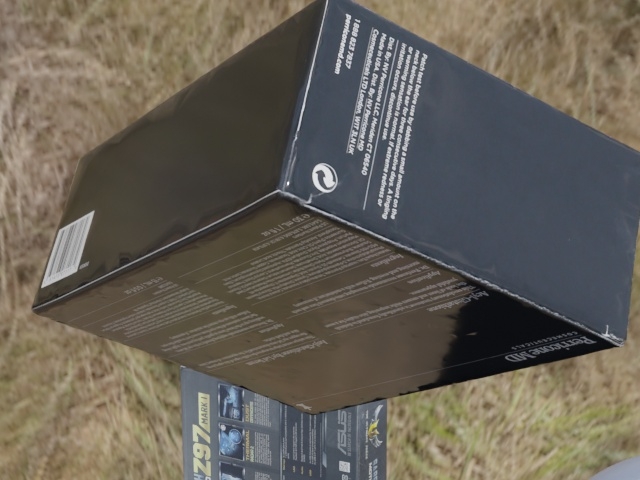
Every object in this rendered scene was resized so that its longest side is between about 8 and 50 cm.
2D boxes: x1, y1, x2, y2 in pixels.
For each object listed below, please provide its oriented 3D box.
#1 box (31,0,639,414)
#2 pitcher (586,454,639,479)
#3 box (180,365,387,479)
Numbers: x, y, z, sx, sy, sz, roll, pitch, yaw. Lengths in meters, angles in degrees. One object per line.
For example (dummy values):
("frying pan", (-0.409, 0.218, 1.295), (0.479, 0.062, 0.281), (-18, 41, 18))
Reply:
("box", (0.000, 0.000, 0.711), (0.184, 0.261, 0.103), (26, 65, -26))
("pitcher", (0.254, 0.208, 0.911), (0.207, 0.125, 0.178), (-23, 87, -13))
("box", (-0.033, 0.224, 1.273), (0.183, 0.059, 0.233), (7, 105, 29))
